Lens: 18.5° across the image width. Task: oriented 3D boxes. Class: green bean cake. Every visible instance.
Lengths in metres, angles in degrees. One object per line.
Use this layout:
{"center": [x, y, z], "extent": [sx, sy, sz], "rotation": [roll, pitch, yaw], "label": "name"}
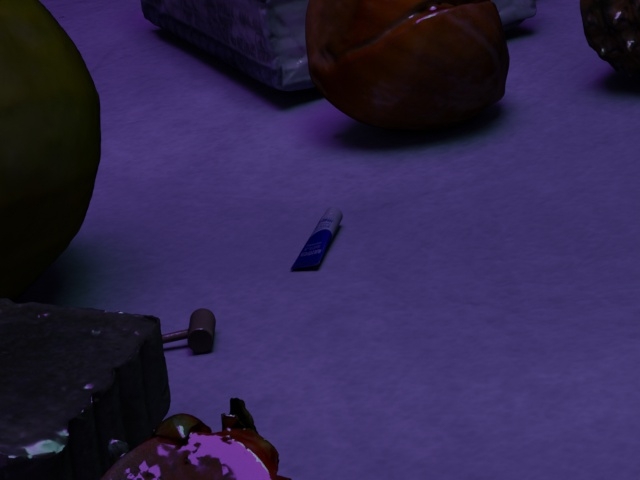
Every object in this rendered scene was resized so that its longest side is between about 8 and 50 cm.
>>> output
{"center": [-0.204, 0.111, 1.230], "extent": [0.185, 0.094, 0.183], "rotation": [1, 25, 24], "label": "green bean cake"}

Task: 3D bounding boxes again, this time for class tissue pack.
{"center": [0.003, -0.271, 1.995], "extent": [0.288, 0.124, 0.394], "rotation": [-19, 24, -18], "label": "tissue pack"}

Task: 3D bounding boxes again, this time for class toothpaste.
{"center": [0.000, 0.000, 1.505], "extent": [0.024, 0.015, 0.083], "rotation": [-9, 26, 25], "label": "toothpaste"}

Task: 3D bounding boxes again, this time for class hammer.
{"center": [-0.128, 0.074, 1.389], "extent": [0.110, 0.019, 0.035], "rotation": [-14, 22, 7], "label": "hammer"}

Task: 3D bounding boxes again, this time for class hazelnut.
{"center": [0.074, -0.169, 1.694], "extent": [0.182, 0.182, 0.182], "rotation": [-9, 23, 4], "label": "hazelnut"}

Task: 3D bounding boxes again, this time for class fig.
{"center": [-0.319, -0.080, 1.447], "extent": [0.343, 0.343, 0.343], "rotation": [-9, 23, 4], "label": "fig"}

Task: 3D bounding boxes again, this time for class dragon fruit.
{"center": [-0.057, 0.157, 1.046], "extent": [0.138, 0.142, 0.175], "rotation": [27, 5, 18], "label": "dragon fruit"}

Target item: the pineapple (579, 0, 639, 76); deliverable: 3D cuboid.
{"center": [0.371, -0.188, 1.640], "extent": [0.310, 0.141, 0.170], "rotation": [13, 27, 31], "label": "pineapple"}
